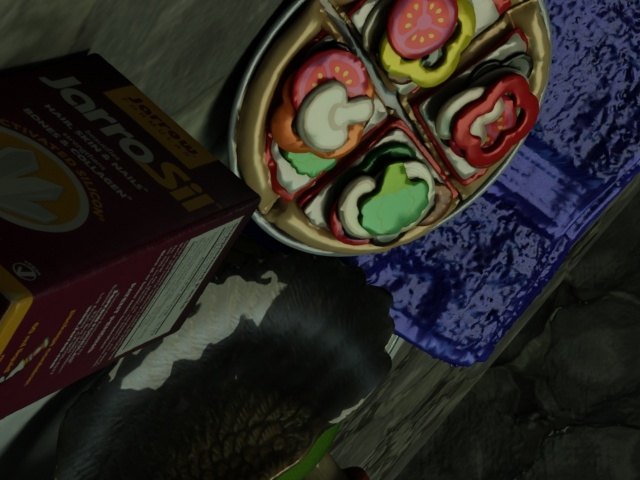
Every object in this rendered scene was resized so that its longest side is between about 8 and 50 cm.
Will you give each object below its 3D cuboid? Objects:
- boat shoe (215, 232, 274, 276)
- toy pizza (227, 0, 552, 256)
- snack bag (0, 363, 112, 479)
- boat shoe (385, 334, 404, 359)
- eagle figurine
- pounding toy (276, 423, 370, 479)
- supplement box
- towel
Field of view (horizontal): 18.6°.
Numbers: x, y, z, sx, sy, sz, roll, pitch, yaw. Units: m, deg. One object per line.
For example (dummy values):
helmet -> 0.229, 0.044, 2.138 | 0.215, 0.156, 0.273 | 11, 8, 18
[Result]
boat shoe -> -0.054, 0.055, 1.264 | 0.178, 0.064, 0.060 | -57, 165, 28
toy pizza -> 0.044, -0.071, 1.060 | 0.201, 0.032, 0.201 | -17, 131, -21
snack bag -> -0.229, 0.179, 1.105 | 0.342, 0.037, 0.323 | -47, 169, -23
boat shoe -> -0.010, 0.101, 1.515 | 0.226, 0.083, 0.076 | -50, 169, 7
eagle figurine -> -0.076, 0.168, 1.101 | 0.226, 0.225, 0.298 | -22, -152, 32
pounding toy -> -0.055, 0.177, 1.361 | 0.237, 0.110, 0.183 | -40, -165, -18
supplement box -> -0.119, -0.002, 0.765 | 0.081, 0.104, 0.188 | -55, 167, 26
towel -> 0.113, -0.075, 1.163 | 0.227, 0.076, 0.308 | 28, 105, -36
